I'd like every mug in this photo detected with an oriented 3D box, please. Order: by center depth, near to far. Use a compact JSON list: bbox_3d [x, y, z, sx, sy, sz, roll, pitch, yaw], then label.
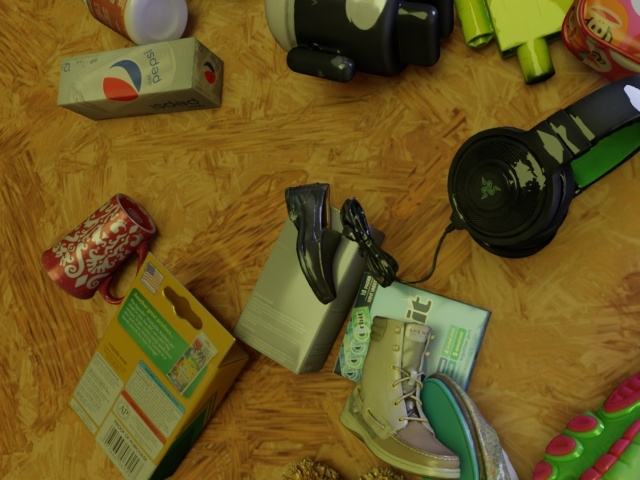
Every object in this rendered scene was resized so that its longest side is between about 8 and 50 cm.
[{"bbox_3d":[-0.368,0.017,1.031,0.169,0.150,0.113,-41,34,7],"label":"mug"}]

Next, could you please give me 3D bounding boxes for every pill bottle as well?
[{"bbox_3d":[-0.346,-0.431,1.053,0.216,0.121,0.121,35,96,31],"label":"pill bottle"}]

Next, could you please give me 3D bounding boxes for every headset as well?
[{"bbox_3d":[0.217,-0.074,0.725,0.394,0.243,0.185,-35,72,14],"label":"headset"}]

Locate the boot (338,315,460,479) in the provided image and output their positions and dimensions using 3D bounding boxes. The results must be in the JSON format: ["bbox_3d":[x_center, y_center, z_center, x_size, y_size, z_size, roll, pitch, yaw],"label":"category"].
[{"bbox_3d":[0.109,0.185,0.734,0.213,0.077,0.165,13,85,63],"label":"boot"}]

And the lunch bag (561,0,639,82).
[{"bbox_3d":[0.472,-0.278,0.695,0.293,0.120,0.258,38,98,6],"label":"lunch bag"}]

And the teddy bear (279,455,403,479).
[{"bbox_3d":[0.073,0.422,0.782,0.337,0.113,0.245,31,96,22],"label":"teddy bear"}]

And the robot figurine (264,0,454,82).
[{"bbox_3d":[0.052,-0.338,0.870,0.278,0.209,0.174,17,118,22],"label":"robot figurine"}]

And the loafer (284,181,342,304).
[{"bbox_3d":[0.000,0.000,0.792,0.061,0.062,0.170,-17,79,11],"label":"loafer"}]

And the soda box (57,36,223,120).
[{"bbox_3d":[-0.320,-0.280,1.042,0.286,0.098,0.091,-1,82,20],"label":"soda box"}]

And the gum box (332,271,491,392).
[{"bbox_3d":[0.128,0.146,0.837,0.184,0.041,0.157,18,90,23],"label":"gum box"}]

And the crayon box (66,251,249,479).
[{"bbox_3d":[-0.249,0.202,0.922,0.203,0.083,0.323,41,111,21],"label":"crayon box"}]

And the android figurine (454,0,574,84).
[{"bbox_3d":[0.310,-0.364,0.818,0.248,0.056,0.273,-18,84,16],"label":"android figurine"}]

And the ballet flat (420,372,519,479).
[{"bbox_3d":[0.199,0.325,0.694,0.123,0.123,0.349,-26,47,16],"label":"ballet flat"}]

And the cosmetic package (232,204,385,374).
[{"bbox_3d":[-0.015,0.064,0.874,0.127,0.107,0.238,28,90,22],"label":"cosmetic package"}]

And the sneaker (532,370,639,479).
[{"bbox_3d":[0.463,0.209,0.653,0.482,0.185,0.202,-41,97,9],"label":"sneaker"}]
